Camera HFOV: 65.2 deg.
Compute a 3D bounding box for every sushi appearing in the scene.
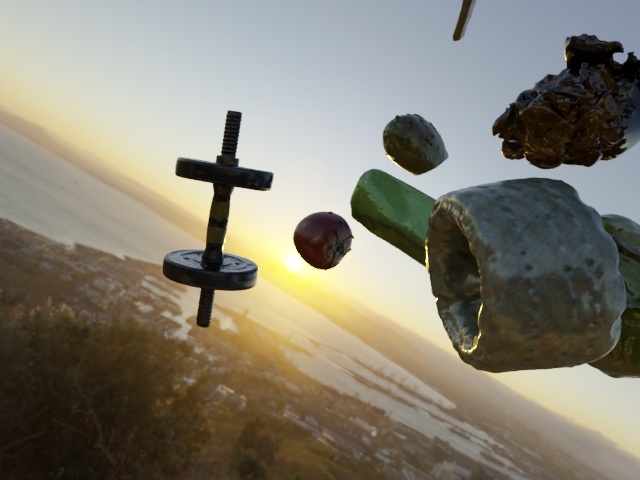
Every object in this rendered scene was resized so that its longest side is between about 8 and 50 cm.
[{"bbox_3d":[0.426,-0.211,0.845,0.200,0.204,0.213,38,-3,-35],"label":"sushi"}]

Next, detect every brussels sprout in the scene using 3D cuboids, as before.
[{"bbox_3d":[0.563,0.114,0.936,0.327,0.328,0.247,30,-47,1],"label":"brussels sprout"}]

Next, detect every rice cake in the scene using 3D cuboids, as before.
[{"bbox_3d":[0.429,-0.669,1.487,0.036,0.047,0.207,45,-8,13],"label":"rice cake"}]

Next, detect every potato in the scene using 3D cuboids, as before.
[{"bbox_3d":[0.289,-0.274,1.462,0.141,0.176,0.298,-14,-11,37],"label":"potato"}]

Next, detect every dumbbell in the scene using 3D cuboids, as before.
[{"bbox_3d":[-0.152,-0.027,0.743,0.143,0.326,0.143,10,8,-1],"label":"dumbbell"}]

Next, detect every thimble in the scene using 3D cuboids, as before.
[{"bbox_3d":[0.283,0.054,0.754,0.195,0.292,0.291,-6,-3,-5],"label":"thimble"}]

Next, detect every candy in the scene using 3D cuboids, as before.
[{"bbox_3d":[0.217,-0.024,1.073,0.343,0.132,0.142,35,1,25],"label":"candy"}]

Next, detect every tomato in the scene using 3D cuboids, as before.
[{"bbox_3d":[0.000,0.000,1.393,0.167,0.167,0.167,30,-5,3],"label":"tomato"}]
